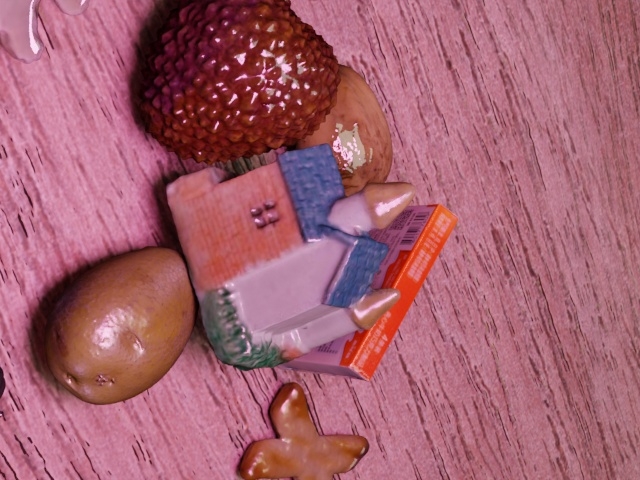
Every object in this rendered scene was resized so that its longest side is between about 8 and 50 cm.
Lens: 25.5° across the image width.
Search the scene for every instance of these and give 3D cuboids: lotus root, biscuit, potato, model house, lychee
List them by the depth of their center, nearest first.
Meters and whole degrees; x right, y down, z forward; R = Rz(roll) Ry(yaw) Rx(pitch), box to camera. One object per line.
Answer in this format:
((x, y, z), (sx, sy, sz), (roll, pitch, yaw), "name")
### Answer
((-0.253, 0.102, 1.867), (0.251, 0.159, 0.174), (-50, 155, -38), "potato")
((-0.120, -0.216, 1.883), (0.271, 0.271, 0.271), (-8, 102, -40), "lychee")
((0.000, 0.000, 1.885), (0.194, 0.325, 0.267), (14, 56, -63), "model house")
((0.026, -0.148, 2.075), (0.154, 0.140, 0.257), (-29, 109, -41), "lotus root")
((-0.025, 0.332, 2.168), (0.208, 0.047, 0.164), (42, 69, -37), "biscuit")

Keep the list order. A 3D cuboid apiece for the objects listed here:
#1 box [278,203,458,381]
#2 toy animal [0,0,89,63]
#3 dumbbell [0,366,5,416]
((0.055, 0.072, 2.051), (0.048, 0.265, 0.273), (36, 74, -24), "box")
((-0.315, -0.377, 1.758), (0.266, 0.188, 0.308), (7, 104, -20), "toy animal")
((-0.459, 0.151, 1.733), (0.099, 0.099, 0.208), (-51, 126, -22), "dumbbell")
